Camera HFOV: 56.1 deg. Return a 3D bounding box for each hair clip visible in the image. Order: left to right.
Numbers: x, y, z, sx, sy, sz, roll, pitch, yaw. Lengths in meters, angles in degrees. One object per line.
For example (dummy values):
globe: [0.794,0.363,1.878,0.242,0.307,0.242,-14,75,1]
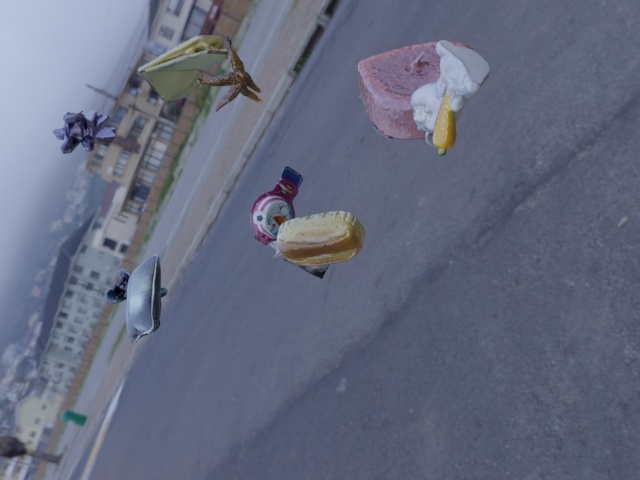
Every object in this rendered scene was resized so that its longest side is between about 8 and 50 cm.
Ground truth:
hair clip: [-0.550,-0.252,1.383,0.278,0.137,0.090,-130,38,-74]
hair clip: [-0.450,0.128,1.501,0.275,0.048,0.083,64,-130,-79]

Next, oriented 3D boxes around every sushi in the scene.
sushi: [-0.069,0.032,2.387,0.109,0.273,0.134,-50,21,54]

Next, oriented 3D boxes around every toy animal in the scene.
toy animal: [0.195,-0.198,0.926,0.131,0.127,0.181,57,142,21]

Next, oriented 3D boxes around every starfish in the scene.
starfish: [-0.156,-0.298,1.083,0.041,0.133,0.130,32,132,41]

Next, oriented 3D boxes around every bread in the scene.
bread: [0.000,0.000,1.643,0.237,0.140,0.106,-10,46,22]

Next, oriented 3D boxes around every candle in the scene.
candle: [0.218,-0.388,1.455,0.317,0.287,0.131,-45,-38,-31]

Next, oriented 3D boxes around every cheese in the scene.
cheese: [-0.126,-0.102,1.799,0.062,0.155,0.244,10,71,55]

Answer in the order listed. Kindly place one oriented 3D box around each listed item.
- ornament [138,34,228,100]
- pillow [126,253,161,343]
ornament: [-0.303,-0.364,1.268,0.201,0.180,0.059,-25,86,44]
pillow: [-0.286,0.094,0.971,0.091,0.055,0.135,116,150,-64]
